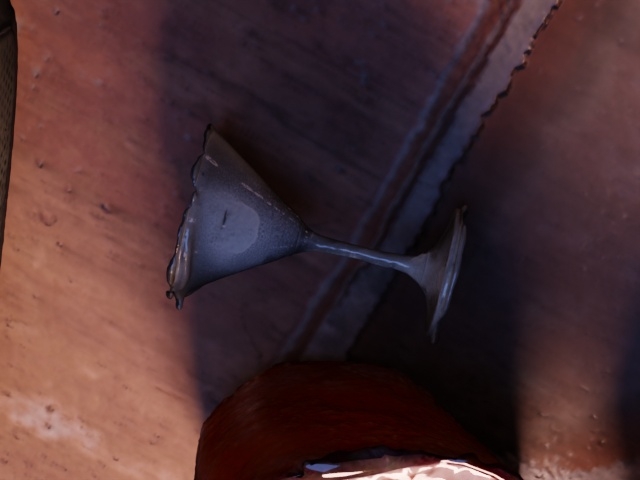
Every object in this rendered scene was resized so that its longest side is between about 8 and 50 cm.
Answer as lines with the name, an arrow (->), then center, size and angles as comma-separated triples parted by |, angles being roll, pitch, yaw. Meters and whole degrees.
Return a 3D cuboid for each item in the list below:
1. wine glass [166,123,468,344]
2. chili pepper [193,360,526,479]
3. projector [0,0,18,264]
wine glass -> 0.000, 0.000, 1.228 | 0.182, 0.122, 0.122 | 13, 116, -2
chili pepper -> 0.042, 0.184, 1.219 | 0.251, 0.305, 0.229 | 5, 107, -5
projector -> -0.416, 0.007, 1.210 | 0.395, 0.242, 0.405 | 10, 107, 5
